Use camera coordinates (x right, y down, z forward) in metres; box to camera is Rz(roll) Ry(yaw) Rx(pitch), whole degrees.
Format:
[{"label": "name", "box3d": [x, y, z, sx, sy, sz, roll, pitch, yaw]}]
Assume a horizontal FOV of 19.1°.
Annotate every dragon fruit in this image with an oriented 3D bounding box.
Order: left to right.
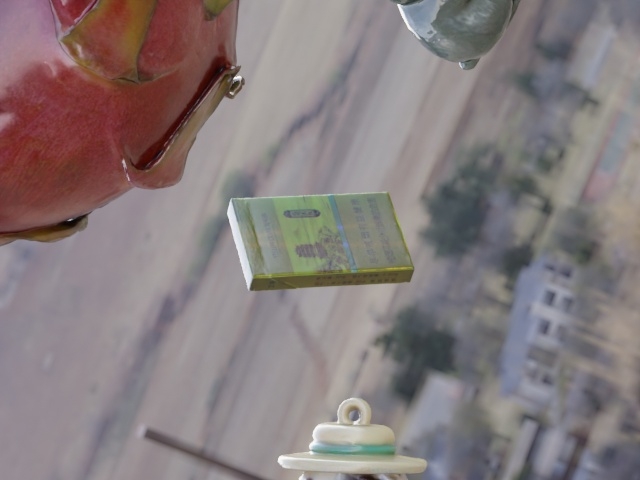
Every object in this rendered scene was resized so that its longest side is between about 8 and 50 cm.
[{"label": "dragon fruit", "box3d": [-0.180, -0.128, 1.185, 0.315, 0.250, 0.250, -22, 34, 27]}]

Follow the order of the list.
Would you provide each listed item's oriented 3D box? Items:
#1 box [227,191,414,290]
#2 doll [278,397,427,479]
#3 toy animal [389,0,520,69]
[{"label": "box", "box3d": [0.000, 0.000, 2.174, 0.030, 0.193, 0.121, 105, 156, -46]}, {"label": "doll", "box3d": [0.049, 0.299, 1.687, 0.208, 0.271, 0.144, -44, -10, 9]}, {"label": "toy animal", "box3d": [0.104, -0.271, 1.981, 0.108, 0.236, 0.138, 13, 87, 51]}]
